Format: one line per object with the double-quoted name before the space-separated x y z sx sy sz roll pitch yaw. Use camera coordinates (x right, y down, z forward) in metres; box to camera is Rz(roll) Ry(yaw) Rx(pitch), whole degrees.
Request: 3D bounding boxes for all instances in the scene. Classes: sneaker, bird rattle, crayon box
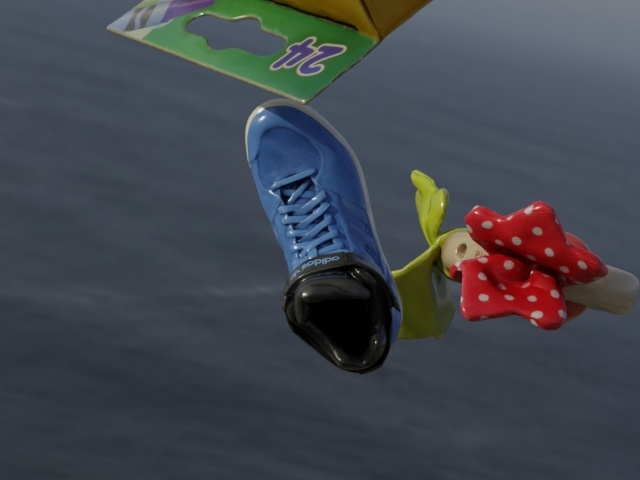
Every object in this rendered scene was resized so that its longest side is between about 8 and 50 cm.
"sneaker" 0.001 0.000 1.006 0.058 0.152 0.084 -19 13 10
"bird rattle" 0.167 0.015 1.530 0.207 0.143 0.253 12 -9 -29
"crayon box" 0.037 -0.219 1.032 0.323 0.083 0.203 -41 36 -20
